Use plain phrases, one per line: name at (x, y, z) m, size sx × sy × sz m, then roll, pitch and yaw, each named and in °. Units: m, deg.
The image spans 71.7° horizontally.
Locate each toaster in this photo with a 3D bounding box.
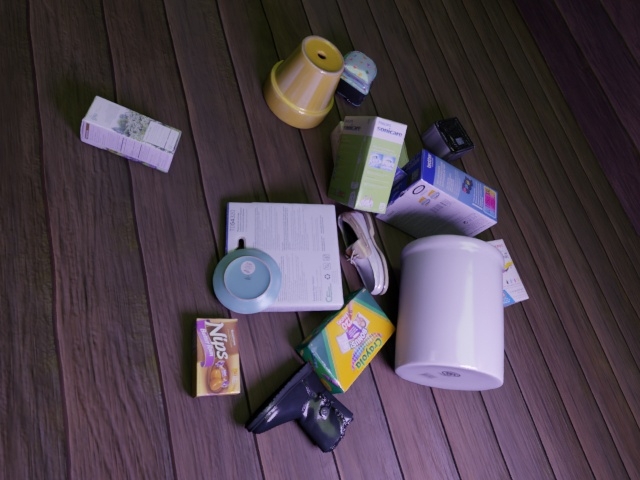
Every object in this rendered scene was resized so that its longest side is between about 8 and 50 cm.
toaster at (0.542, -0.426, 1.894) m, size 0.185 × 0.110 × 0.168 m, roll -22°, pitch 78°, yaw -36°

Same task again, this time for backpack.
backpack at (0.138, -0.661, 1.760) m, size 0.165 × 0.144 × 0.189 m, roll 29°, pitch 52°, yaw -8°

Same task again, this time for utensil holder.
utensil holder at (0.394, 0.227, 1.350) m, size 0.327 × 0.327 × 0.386 m, roll 21°, pitch 60°, yaw -20°

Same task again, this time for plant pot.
plant pot at (-0.043, -0.564, 1.545) m, size 0.253 × 0.239 × 0.254 m, roll 13°, pitch 60°, yaw -24°

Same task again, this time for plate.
plate at (-0.197, 0.104, 1.197) m, size 0.187 × 0.024 × 0.188 m, roll 3°, pitch 66°, yaw -7°

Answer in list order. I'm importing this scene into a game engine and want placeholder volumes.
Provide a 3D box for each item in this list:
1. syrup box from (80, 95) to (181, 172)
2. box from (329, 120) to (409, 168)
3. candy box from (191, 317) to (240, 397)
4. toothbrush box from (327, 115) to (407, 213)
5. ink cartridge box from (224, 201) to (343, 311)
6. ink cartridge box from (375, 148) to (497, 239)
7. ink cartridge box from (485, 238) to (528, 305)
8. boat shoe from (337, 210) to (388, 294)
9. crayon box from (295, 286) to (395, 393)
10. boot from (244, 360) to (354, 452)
syrup box at (-0.519, -0.289, 1.221) m, size 0.236 × 0.096 × 0.093 m, roll 19°, pitch 56°, yaw -20°
box at (0.188, -0.325, 1.654) m, size 0.289 × 0.087 × 0.169 m, roll 4°, pitch 64°, yaw -28°
candy box at (-0.262, 0.291, 1.109) m, size 0.109 × 0.053 × 0.187 m, roll 7°, pitch 65°, yaw -27°
toothbrush box at (0.143, -0.249, 1.439) m, size 0.122 × 0.206 × 0.284 m, roll 6°, pitch 101°, yaw -27°
ink cartridge box at (-0.109, 0.044, 1.291) m, size 0.329 × 0.071 × 0.325 m, roll 1°, pitch 65°, yaw -8°
ink cartridge box at (0.380, -0.142, 1.559) m, size 0.395 × 0.270 × 0.151 m, roll 24°, pitch 55°, yaw -18°
ink cartridge box at (0.595, 0.137, 1.608) m, size 0.171 × 0.168 × 0.233 m, roll -6°, pitch 70°, yaw -32°
boat shoe at (0.128, 0.039, 1.432) m, size 0.103 × 0.113 × 0.303 m, roll 2°, pitch 55°, yaw -28°
crayon box at (0.079, 0.285, 1.284) m, size 0.278 × 0.081 × 0.165 m, roll -40°, pitch 95°, yaw -38°
boot at (-0.043, 0.459, 1.125) m, size 0.207 × 0.094 × 0.246 m, roll 50°, pitch 46°, yaw 5°
